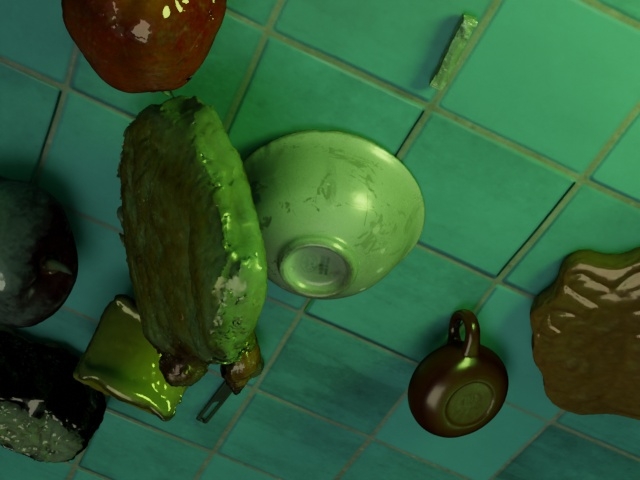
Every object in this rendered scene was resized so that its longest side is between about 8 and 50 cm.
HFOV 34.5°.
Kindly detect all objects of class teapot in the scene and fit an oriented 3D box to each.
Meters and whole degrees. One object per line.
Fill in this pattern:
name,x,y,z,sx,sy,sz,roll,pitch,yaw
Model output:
teapot,0.227,0.226,1.759,0.178,0.135,0.252,-7,118,-24

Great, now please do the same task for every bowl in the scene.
bowl,0.000,0.000,1.573,0.313,0.146,0.313,5,131,5

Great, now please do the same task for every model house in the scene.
model house,-0.336,0.225,1.863,0.193,0.174,0.234,27,157,-12

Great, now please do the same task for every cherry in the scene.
cherry,-0.524,0.022,1.697,0.296,0.218,0.255,6,139,17

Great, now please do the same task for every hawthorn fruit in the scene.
hawthorn fruit,-0.229,-0.286,1.362,0.211,0.211,0.299,12,150,4

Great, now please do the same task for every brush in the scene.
brush,-0.182,0.291,1.981,0.062,0.027,0.266,27,133,-11

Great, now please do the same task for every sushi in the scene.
sushi,-0.591,0.291,1.994,0.350,0.171,0.211,21,135,-4

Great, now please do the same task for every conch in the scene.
conch,-0.160,0.171,1.838,0.086,0.080,0.232,-23,110,-14

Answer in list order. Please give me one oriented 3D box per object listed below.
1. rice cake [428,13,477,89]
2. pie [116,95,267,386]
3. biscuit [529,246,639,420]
rice cake,0.179,-0.254,1.395,0.022,0.021,0.121,14,134,-12
pie,-0.174,-0.005,1.473,0.180,0.395,0.418,-12,164,-21
biscuit,0.521,0.161,1.655,0.365,0.062,0.385,2,132,14
